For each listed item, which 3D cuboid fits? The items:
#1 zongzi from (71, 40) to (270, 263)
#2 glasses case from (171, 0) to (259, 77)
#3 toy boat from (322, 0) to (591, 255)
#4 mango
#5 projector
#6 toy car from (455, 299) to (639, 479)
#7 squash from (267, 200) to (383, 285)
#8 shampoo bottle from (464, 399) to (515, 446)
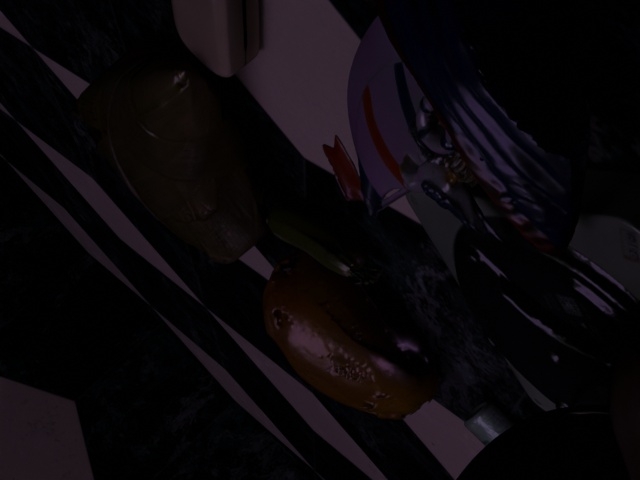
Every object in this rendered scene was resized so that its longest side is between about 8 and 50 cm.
[{"bbox_3d":[-0.125,-0.081,1.140,0.274,0.145,0.300,53,165,-23],"label":"zongzi"},{"bbox_3d":[-0.095,-0.217,0.915,0.083,0.050,0.196,42,164,11],"label":"glasses case"},{"bbox_3d":[0.067,-0.100,0.710,0.318,0.072,0.219,21,135,63],"label":"toy boat"},{"bbox_3d":[0.036,0.117,1.246,0.249,0.151,0.156,39,-158,-8],"label":"mango"},{"bbox_3d":[0.198,0.061,0.769,0.257,0.079,0.259,55,161,-24],"label":"projector"},{"bbox_3d":[0.202,0.145,0.570,0.341,0.271,0.240,-20,100,34],"label":"toy car"},{"bbox_3d":[0.000,0.000,1.187,0.183,0.052,0.052,35,160,42],"label":"squash"},{"bbox_3d":[0.248,0.266,1.200,0.190,0.041,0.069,45,159,6],"label":"shampoo bottle"}]
